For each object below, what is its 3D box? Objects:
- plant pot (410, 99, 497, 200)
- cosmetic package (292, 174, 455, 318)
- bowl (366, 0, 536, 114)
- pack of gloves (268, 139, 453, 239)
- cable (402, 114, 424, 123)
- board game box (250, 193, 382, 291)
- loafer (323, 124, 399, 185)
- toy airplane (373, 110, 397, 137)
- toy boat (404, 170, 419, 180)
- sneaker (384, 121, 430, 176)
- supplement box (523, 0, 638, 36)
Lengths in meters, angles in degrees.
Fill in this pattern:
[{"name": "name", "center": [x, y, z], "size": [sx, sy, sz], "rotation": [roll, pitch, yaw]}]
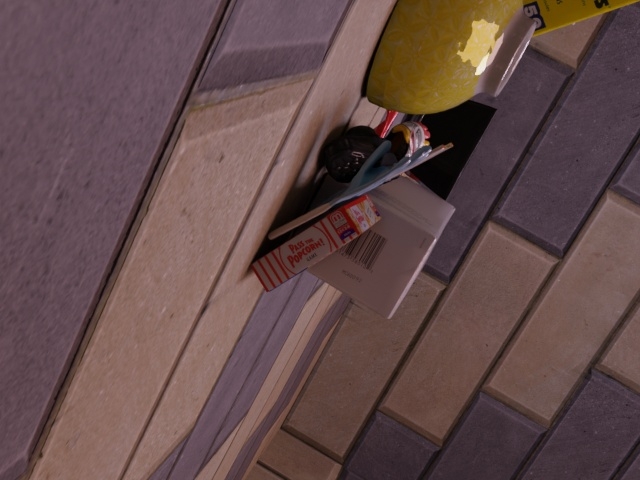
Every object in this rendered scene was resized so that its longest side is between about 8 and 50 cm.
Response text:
[{"name": "plant pot", "center": [0.273, -0.231, 2.015], "size": [0.188, 0.167, 0.187], "rotation": [-58, 174, -12]}, {"name": "cosmetic package", "center": [0.096, -0.020, 1.467], "size": [0.155, 0.197, 0.365], "rotation": [-61, 172, 13]}, {"name": "bowl", "center": [0.200, -0.283, 1.218], "size": [0.289, 0.156, 0.289], "rotation": [-57, 170, -15]}, {"name": "pack of gloves", "center": [0.051, -0.084, 1.168], "size": [0.232, 0.046, 0.195], "rotation": [-27, -179, 19]}, {"name": "cable", "center": [0.177, -0.186, 1.904], "size": [0.287, 0.072, 0.139], "rotation": [-59, 179, -9]}, {"name": "board game box", "center": [0.000, 0.000, 1.198], "size": [0.147, 0.045, 0.193], "rotation": [-32, 180, 13]}, {"name": "loafer", "center": [0.053, -0.125, 1.254], "size": [0.076, 0.078, 0.223], "rotation": [-23, 171, 19]}, {"name": "toy airplane", "center": [0.115, -0.210, 1.453], "size": [0.151, 0.028, 0.151], "rotation": [-56, -178, 4]}, {"name": "toy boat", "center": [0.274, -0.259, 2.178], "size": [0.151, 0.151, 0.231], "rotation": [20, 100, -53]}, {"name": "sneaker", "center": [0.121, -0.137, 1.725], "size": [0.093, 0.088, 0.225], "rotation": [-2, 124, -58]}, {"name": "supplement box", "center": [0.508, -0.528, 1.585], "size": [0.357, 0.194, 0.195], "rotation": [-14, -157, 33]}]
